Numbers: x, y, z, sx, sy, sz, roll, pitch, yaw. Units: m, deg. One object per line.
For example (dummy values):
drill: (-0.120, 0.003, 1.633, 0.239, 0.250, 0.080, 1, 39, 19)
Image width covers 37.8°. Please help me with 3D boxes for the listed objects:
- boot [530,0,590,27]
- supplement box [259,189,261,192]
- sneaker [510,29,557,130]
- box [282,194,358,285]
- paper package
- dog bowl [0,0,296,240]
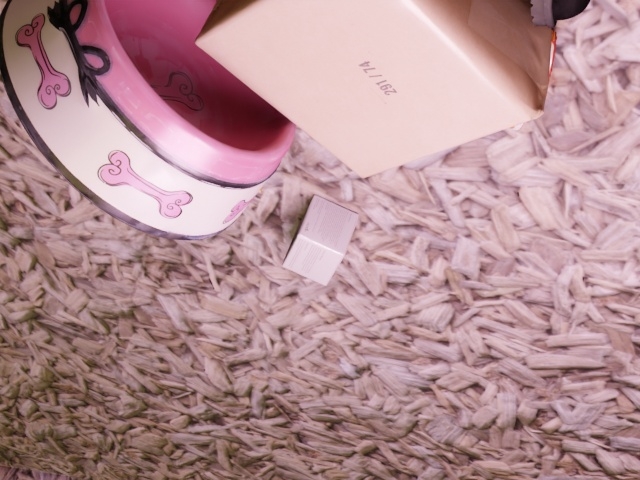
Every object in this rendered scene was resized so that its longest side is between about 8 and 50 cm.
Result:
boot: (0.366, -0.358, 0.983, 0.260, 0.131, 0.348, 12, 141, 9)
supplement box: (-0.176, -0.137, 1.499, 0.188, 0.104, 0.081, 0, 137, 23)
sneaker: (0.266, -0.213, 1.252, 0.067, 0.064, 0.175, 19, 141, -2)
box: (0.000, 0.000, 1.590, 0.087, 0.102, 0.101, 25, 141, -3)
paper package: (0.068, -0.255, 1.162, 0.325, 0.168, 0.309, 36, 145, -31)
dog bowl: (-0.198, -0.210, 1.211, 0.150, 0.408, 0.408, -33, 119, 30)
